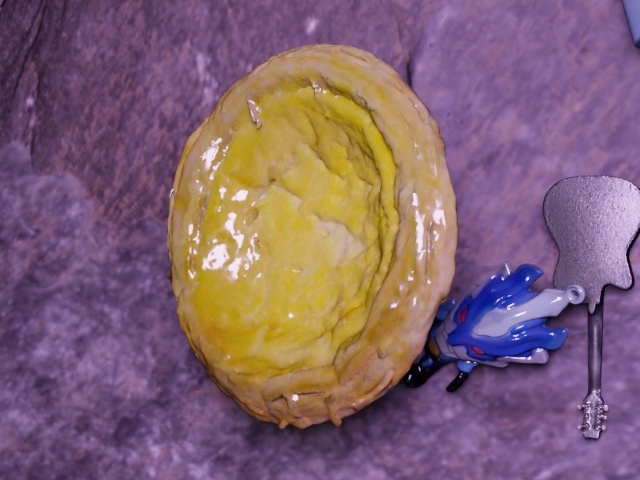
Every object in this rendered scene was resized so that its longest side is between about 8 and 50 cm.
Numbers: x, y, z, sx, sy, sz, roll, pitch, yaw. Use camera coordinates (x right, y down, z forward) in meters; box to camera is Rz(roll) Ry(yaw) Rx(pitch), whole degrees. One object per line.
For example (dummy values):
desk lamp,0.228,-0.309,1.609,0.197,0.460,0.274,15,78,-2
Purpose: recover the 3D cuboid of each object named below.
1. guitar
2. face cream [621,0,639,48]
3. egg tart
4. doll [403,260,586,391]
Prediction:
guitar,0.240,0.057,0.934,0.088,0.025,0.233,0,86,24
face cream,0.275,-0.294,0.912,0.077,0.077,0.250,-17,80,23
egg tart,0.000,0.000,0.977,0.345,0.132,0.345,-7,78,36
doll,0.151,0.077,0.953,0.195,0.070,0.096,-26,82,34
